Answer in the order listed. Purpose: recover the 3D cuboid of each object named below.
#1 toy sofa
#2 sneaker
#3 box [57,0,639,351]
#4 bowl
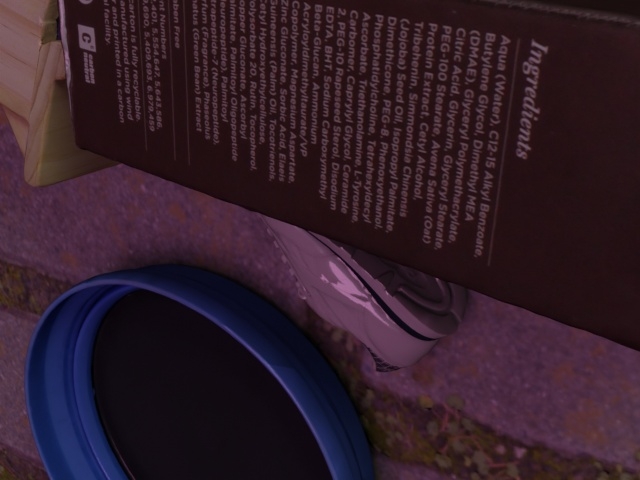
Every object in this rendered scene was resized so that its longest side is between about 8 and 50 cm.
[{"bbox_3d":[-0.283,-0.211,0.676,0.362,0.150,0.177,30,119,19],"label":"toy sofa"},{"bbox_3d":[0.000,0.000,0.627,0.235,0.090,0.095,50,138,7],"label":"sneaker"},{"bbox_3d":[0.051,-0.091,0.460,0.381,0.191,0.143,19,120,34],"label":"box"},{"bbox_3d":[-0.121,0.204,0.797,0.391,0.077,0.391,14,118,28],"label":"bowl"}]
